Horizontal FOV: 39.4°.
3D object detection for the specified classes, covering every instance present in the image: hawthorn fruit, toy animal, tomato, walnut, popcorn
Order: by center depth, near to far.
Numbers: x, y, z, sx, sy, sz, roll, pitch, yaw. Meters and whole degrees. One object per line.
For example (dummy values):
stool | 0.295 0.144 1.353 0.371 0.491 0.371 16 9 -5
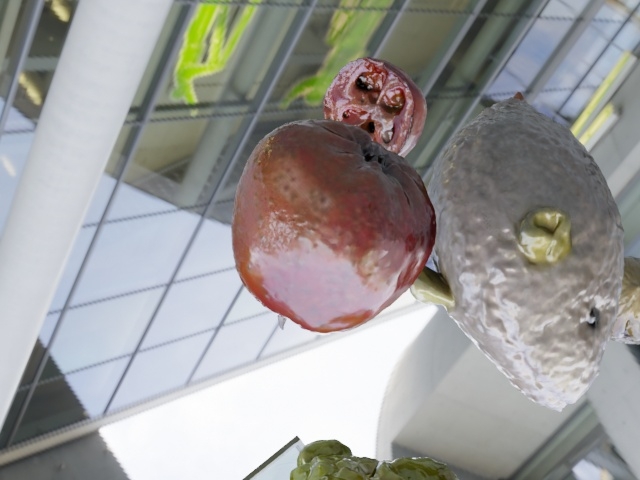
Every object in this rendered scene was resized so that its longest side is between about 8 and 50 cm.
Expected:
hawthorn fruit | 0.000 0.000 0.778 0.179 0.200 0.179 23 -147 -16
toy animal | 0.212 -0.015 0.943 0.226 0.188 0.359 27 -132 -43
popcorn | 0.061 0.330 0.973 0.241 0.235 0.250 40 -173 -8
walnut | 0.522 0.097 1.491 0.155 0.155 0.184 44 -179 17
tomato | 0.121 -0.248 1.761 0.101 0.228 0.228 -16 -123 -44

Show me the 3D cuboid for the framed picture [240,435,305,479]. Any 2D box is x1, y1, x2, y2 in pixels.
framed picture | -0.087 0.344 1.154 0.201 0.136 0.010 -37 -128 -9
